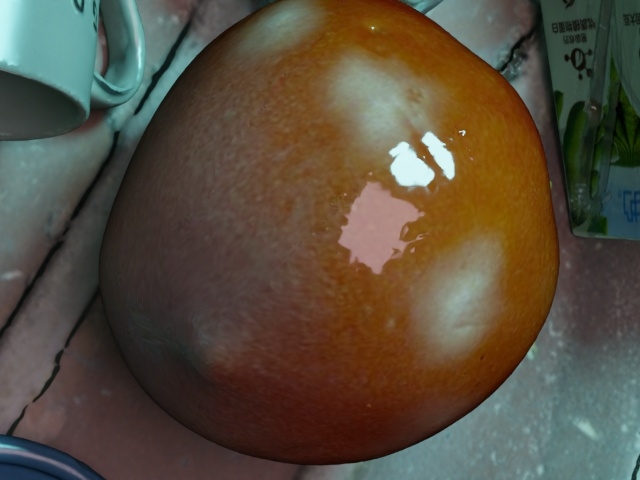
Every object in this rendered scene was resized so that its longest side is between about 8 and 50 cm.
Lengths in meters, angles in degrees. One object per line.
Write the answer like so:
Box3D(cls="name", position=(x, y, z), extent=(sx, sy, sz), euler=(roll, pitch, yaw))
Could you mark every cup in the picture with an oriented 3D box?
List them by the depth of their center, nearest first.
Box3D(cls="cup", position=(-0.211, -0.191, 1.205), extent=(0.258, 0.186, 0.234), euler=(24, 68, -50))

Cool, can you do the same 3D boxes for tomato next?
Box3D(cls="tomato", position=(0.000, 0.000, 1.187), extent=(0.321, 0.321, 0.321), euler=(1, 87, -23))

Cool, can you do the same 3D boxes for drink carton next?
Box3D(cls="drink carton", position=(0.269, -0.167, 1.358), extent=(0.132, 0.194, 0.324), euler=(-11, 97, -21))

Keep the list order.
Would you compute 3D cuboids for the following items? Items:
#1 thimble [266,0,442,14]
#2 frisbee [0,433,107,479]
Box3D(cls="thimble", position=(0.028, -0.267, 1.291), extent=(0.205, 0.172, 0.250), euler=(-6, 88, -25))
Box3D(cls="frisbee", position=(-0.239, 0.274, 1.216), extent=(0.289, 0.049, 0.289), euler=(0, 91, -22))
